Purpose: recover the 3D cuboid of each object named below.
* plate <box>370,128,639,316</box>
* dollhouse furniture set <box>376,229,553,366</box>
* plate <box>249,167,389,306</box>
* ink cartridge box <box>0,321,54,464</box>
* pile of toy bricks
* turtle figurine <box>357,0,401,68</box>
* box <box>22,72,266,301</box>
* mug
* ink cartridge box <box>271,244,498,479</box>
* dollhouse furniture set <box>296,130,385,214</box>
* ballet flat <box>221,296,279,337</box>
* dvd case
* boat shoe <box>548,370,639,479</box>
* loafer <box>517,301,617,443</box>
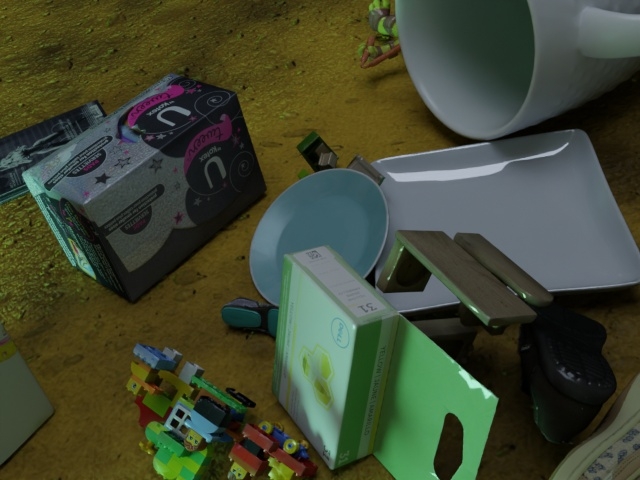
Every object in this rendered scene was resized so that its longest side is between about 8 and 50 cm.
[{"bbox_3d":[0.198,-0.019,0.931,0.277,0.045,0.278,-9,41,8],"label":"plate"},{"bbox_3d":[0.127,0.088,0.713,0.144,0.151,0.123,0,32,-37],"label":"dollhouse furniture set"},{"bbox_3d":[0.000,0.000,0.944,0.188,0.024,0.188,-16,55,25],"label":"plate"},{"bbox_3d":[-0.438,0.118,0.781,0.198,0.270,0.197,18,49,31],"label":"ink cartridge box"},{"bbox_3d":[-0.119,0.189,0.756,0.212,0.118,0.105,28,87,27],"label":"pile of toy bricks"},{"bbox_3d":[0.172,-0.334,1.263,0.269,0.087,0.217,-25,34,0],"label":"turtle figurine"},{"bbox_3d":[-0.212,-0.075,1.017,0.142,0.163,0.247,22,53,36],"label":"box"},{"bbox_3d":[0.333,-0.295,1.017,0.328,0.276,0.374,-22,28,-23],"label":"mug"},{"bbox_3d":[0.040,0.134,0.705,0.056,0.171,0.235,-12,36,-29],"label":"ink cartridge box"},{"bbox_3d":[0.026,-0.077,1.031,0.076,0.058,0.152,-44,49,1],"label":"dollhouse furniture set"},{"bbox_3d":[-0.055,0.084,0.893,0.114,0.041,0.041,11,46,24],"label":"ballet flat"},{"bbox_3d":[-0.431,-0.141,1.264,0.221,0.018,0.164,-26,43,-14],"label":"dvd case"},{"bbox_3d":[0.242,0.202,0.624,0.089,0.105,0.285,22,51,38],"label":"boat shoe"},{"bbox_3d":[0.208,0.111,0.724,0.080,0.078,0.220,25,17,9],"label":"loafer"}]
